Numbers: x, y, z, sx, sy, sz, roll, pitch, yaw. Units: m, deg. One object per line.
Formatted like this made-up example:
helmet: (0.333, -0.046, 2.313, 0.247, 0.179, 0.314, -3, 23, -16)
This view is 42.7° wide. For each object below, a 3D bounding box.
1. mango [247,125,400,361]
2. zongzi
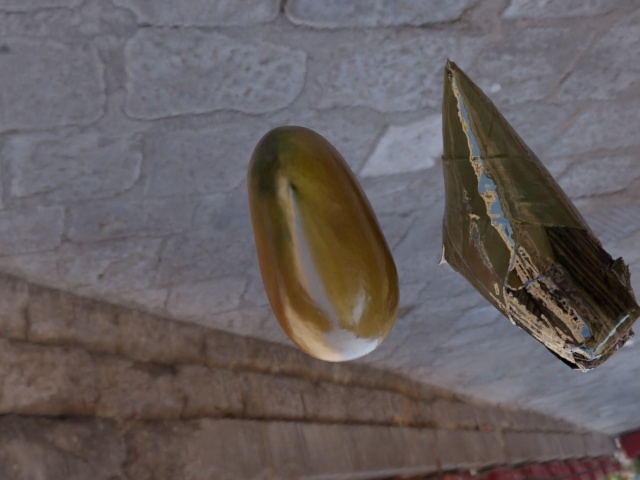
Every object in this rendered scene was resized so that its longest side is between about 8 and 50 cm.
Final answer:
mango: (0.000, 0.002, 0.861, 0.139, 0.254, 0.175, -16, -173, -4)
zongzi: (0.243, -0.027, 0.956, 0.154, 0.289, 0.317, -35, 136, -11)
